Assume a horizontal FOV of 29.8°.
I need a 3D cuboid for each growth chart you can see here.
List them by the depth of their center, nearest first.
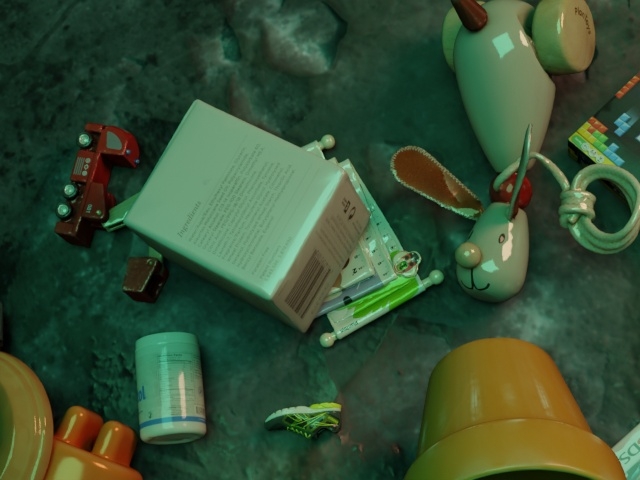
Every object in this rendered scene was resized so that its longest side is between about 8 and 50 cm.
[{"bbox_3d":[0.000,0.000,1.312,0.172,0.021,0.237,-35,69,0],"label":"growth chart"}]

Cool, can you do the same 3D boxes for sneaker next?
[{"bbox_3d":[-0.017,0.190,1.248,0.083,0.031,0.035,-12,71,8],"label":"sneaker"}]

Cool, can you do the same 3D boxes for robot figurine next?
[{"bbox_3d":[-0.260,0.281,1.218,0.158,0.128,0.219,29,77,-24],"label":"robot figurine"}]

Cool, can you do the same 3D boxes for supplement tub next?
[{"bbox_3d":[-0.158,0.156,1.268,0.071,0.071,0.107,-10,70,8],"label":"supplement tub"}]

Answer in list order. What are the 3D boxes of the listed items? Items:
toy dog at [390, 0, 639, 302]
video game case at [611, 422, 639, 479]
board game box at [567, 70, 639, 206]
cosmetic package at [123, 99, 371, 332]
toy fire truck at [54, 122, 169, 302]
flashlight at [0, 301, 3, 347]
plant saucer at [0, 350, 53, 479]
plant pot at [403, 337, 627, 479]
[{"bbox_3d":[0.174,-0.121,1.223,0.220,0.161,0.333,-26,61,35],"label":"toy dog"},{"bbox_3d":[0.375,0.245,1.155,0.173,0.022,0.190,-41,70,-3],"label":"video game case"},{"bbox_3d":[0.367,-0.091,1.250,0.141,0.048,0.170,-44,70,-3],"label":"board game box"},{"bbox_3d":[-0.072,-0.023,1.243,0.184,0.151,0.151,27,81,18],"label":"cosmetic package"},{"bbox_3d":[-0.224,-0.035,1.354,0.135,0.047,0.192,9,74,14],"label":"toy fire truck"},{"bbox_3d":[-0.393,0.212,1.283,0.103,0.103,0.304,-6,70,10],"label":"flashlight"},{"bbox_3d":[-0.359,0.202,1.195,0.200,0.037,0.200,-8,68,20],"label":"plant saucer"},{"bbox_3d":[0.170,0.199,1.115,0.205,0.205,0.188,-11,41,8],"label":"plant pot"}]
